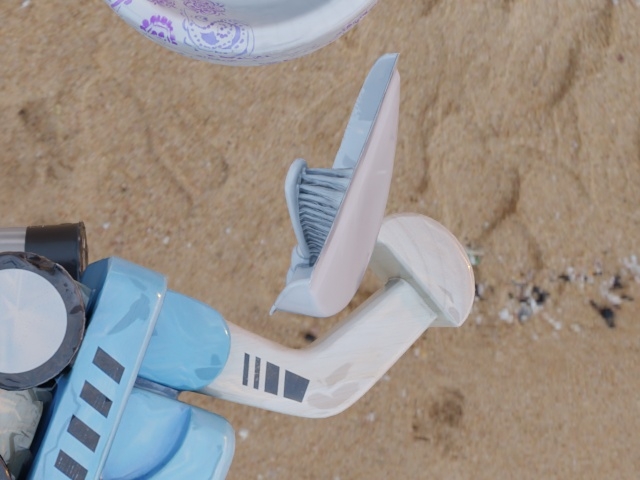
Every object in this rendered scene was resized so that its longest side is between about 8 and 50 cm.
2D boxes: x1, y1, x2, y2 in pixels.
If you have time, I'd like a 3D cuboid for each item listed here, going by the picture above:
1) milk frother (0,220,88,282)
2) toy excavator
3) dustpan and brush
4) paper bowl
[{"bbox_3d":[-0.307,0.060,1.089,0.134,0.143,0.129,-3,153,-6],"label":"milk frother"},{"bbox_3d":[-0.117,0.124,0.937,0.445,0.222,0.433,23,77,-19],"label":"toy excavator"},{"bbox_3d":[0.000,0.000,0.618,0.060,0.147,0.211,16,154,13],"label":"dustpan and brush"},{"bbox_3d":[-0.063,-0.280,0.832,0.284,0.148,0.284,0,92,-4],"label":"paper bowl"}]
